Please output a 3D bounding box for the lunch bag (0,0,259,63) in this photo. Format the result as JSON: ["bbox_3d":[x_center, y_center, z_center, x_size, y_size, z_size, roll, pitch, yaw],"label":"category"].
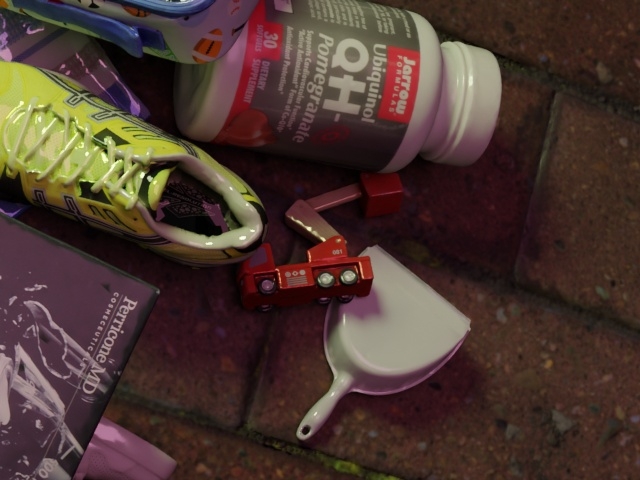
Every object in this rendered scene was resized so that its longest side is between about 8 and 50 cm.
[{"bbox_3d":[-0.183,-0.298,1.770,0.303,0.115,0.243,18,59,19],"label":"lunch bag"}]

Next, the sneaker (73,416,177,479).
[{"bbox_3d":[-0.299,0.221,1.755,0.292,0.108,0.169,25,77,-9],"label":"sneaker"}]

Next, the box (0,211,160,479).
[{"bbox_3d":[-0.362,0.126,1.589,0.312,0.179,0.343,27,82,-16],"label":"box"}]

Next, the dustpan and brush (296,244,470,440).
[{"bbox_3d":[0.044,0.128,1.931,0.147,0.060,0.211,39,63,2],"label":"dustpan and brush"}]

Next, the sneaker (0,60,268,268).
[{"bbox_3d":[-0.218,-0.084,1.778,0.385,0.147,0.145,20,83,-21],"label":"sneaker"}]

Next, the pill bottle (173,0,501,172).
[{"bbox_3d":[0.019,-0.166,1.898,0.318,0.176,0.176,9,78,-20],"label":"pill bottle"}]

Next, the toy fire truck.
[{"bbox_3d":[0.000,0.000,1.922,0.192,0.047,0.135,-6,61,-9],"label":"toy fire truck"}]

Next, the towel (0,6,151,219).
[{"bbox_3d":[-0.328,-0.181,1.843,0.209,0.034,0.285,-38,96,-22],"label":"towel"}]
